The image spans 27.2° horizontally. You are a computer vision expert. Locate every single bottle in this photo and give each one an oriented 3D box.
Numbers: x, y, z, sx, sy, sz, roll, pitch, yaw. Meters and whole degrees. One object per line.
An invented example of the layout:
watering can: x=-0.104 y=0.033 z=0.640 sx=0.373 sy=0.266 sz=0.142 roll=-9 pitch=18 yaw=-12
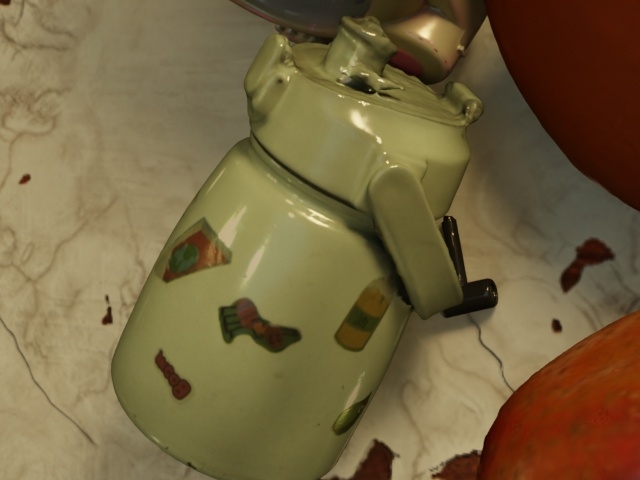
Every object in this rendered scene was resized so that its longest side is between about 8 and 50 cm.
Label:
bottle: x=0.000 y=0.000 z=1.033 sx=0.229 sy=0.229 sz=0.352 roll=35 pitch=111 yaw=21

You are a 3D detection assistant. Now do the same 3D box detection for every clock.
clock: x=-0.030 y=-0.264 z=1.027 sx=0.309 sy=0.284 sz=0.114 roll=20 pitch=69 yaw=32

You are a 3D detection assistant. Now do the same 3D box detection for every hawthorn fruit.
hawthorn fruit: x=0.228 y=0.194 z=0.913 sx=0.299 sy=0.275 sz=0.275 roll=-37 pitch=75 yaw=32

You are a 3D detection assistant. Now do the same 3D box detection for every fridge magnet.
fridge magnet: x=0.259 y=-0.164 z=0.888 sx=0.363 sy=0.155 sz=0.363 roll=33 pitch=142 yaw=31

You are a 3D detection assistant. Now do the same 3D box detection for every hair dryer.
hair dryer: x=0.116 y=0.019 z=1.093 sx=0.047 sy=0.026 sz=0.083 roll=-15 pitch=77 yaw=23
